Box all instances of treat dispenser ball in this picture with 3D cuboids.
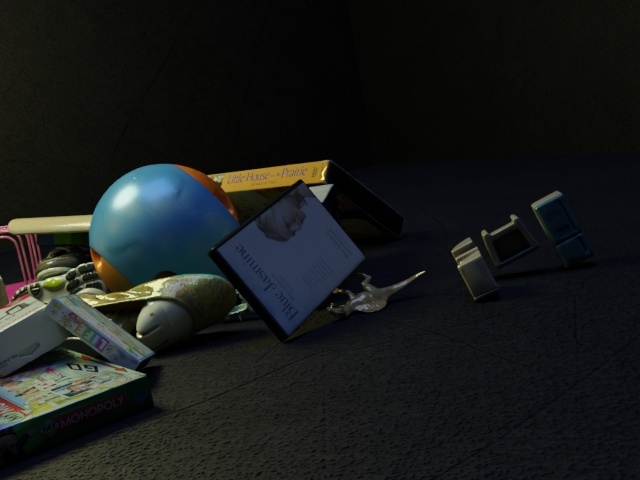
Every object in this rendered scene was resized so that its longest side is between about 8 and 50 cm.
[{"bbox_3d":[-0.296,-0.003,1.543,0.288,0.288,0.288,-10,9,2],"label":"treat dispenser ball"}]

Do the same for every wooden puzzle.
[{"bbox_3d":[-0.496,-0.021,1.894,0.322,0.080,0.348,-3,2,19],"label":"wooden puzzle"}]

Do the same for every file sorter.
[{"bbox_3d":[-0.814,0.068,2.006,0.202,0.182,0.291,-12,9,-10],"label":"file sorter"}]

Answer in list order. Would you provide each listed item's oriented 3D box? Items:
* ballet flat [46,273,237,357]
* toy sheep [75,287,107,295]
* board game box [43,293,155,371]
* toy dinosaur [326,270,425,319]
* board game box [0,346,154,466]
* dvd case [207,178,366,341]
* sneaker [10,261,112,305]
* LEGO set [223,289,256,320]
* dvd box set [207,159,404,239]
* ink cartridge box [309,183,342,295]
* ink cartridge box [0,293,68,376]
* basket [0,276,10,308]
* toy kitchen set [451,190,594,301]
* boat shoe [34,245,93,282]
[{"bbox_3d":[-0.308,0.137,1.320,0.349,0.123,0.123,-8,10,12],"label":"ballet flat"},{"bbox_3d":[-0.433,0.131,1.521,0.091,0.091,0.132,-10,15,4],"label":"toy sheep"},{"bbox_3d":[-0.320,0.136,1.174,0.026,0.154,0.103,-54,-1,-1],"label":"board game box"},{"bbox_3d":[0.083,0.093,1.341,0.183,0.053,0.092,-22,28,-22],"label":"toy dinosaur"},{"bbox_3d":[-0.397,0.215,1.094,0.213,0.046,0.317,-17,11,-38],"label":"board game box"},{"bbox_3d":[-0.047,0.024,1.300,0.022,0.180,0.253,-36,4,45],"label":"dvd case"},{"bbox_3d":[-0.522,0.107,1.727,0.275,0.107,0.110,-10,1,4],"label":"sneaker"},{"bbox_3d":[-0.116,0.061,1.517,0.132,0.107,0.287,-9,10,6],"label":"LEGO set"},{"bbox_3d":[-0.052,-0.083,1.948,0.420,0.062,0.308,-2,-25,40],"label":"dvd box set"},{"bbox_3d":[0.000,0.000,1.546,0.069,0.175,0.371,-8,10,9],"label":"ink cartridge box"},{"bbox_3d":[-0.460,0.140,1.210,0.109,0.063,0.150,-33,18,-26],"label":"ink cartridge box"},{"bbox_3d":[-0.602,0.141,1.411,0.113,0.167,0.103,-17,18,-32],"label":"basket"},{"bbox_3d":[0.336,0.030,1.306,0.207,0.122,0.166,-29,7,10],"label":"toy kitchen set"},{"bbox_3d":[-0.582,0.052,1.861,0.112,0.095,0.335,-14,-7,-1],"label":"boat shoe"}]
